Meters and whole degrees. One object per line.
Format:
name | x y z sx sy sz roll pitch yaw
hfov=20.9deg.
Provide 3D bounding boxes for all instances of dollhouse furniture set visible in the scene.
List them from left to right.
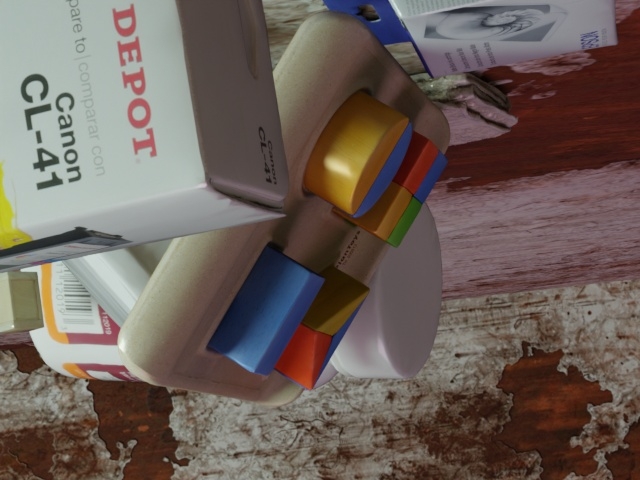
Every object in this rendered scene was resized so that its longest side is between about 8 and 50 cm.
dollhouse furniture set | -0.364 0.003 1.643 0.101 0.182 0.161 -14 170 35

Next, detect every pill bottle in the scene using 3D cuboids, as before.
pill bottle | -0.088 0.040 1.793 0.392 0.224 0.224 1 176 23

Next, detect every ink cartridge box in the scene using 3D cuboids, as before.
ink cartridge box | -0.193 -0.099 1.002 0.306 0.226 0.131 -12 172 19
ink cartridge box | 0.121 -0.177 1.373 0.224 0.045 0.223 -9 172 10

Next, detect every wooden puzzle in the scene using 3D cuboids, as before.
wooden puzzle | 0.000 0.000 1.456 0.080 0.322 0.348 31 -179 21

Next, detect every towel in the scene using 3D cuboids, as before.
towel | 0.044 -0.110 1.735 0.282 0.049 0.187 -11 170 22

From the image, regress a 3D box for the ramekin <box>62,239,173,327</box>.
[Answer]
ramekin | -0.158 -0.009 1.552 0.127 0.273 0.273 -42 178 -12
